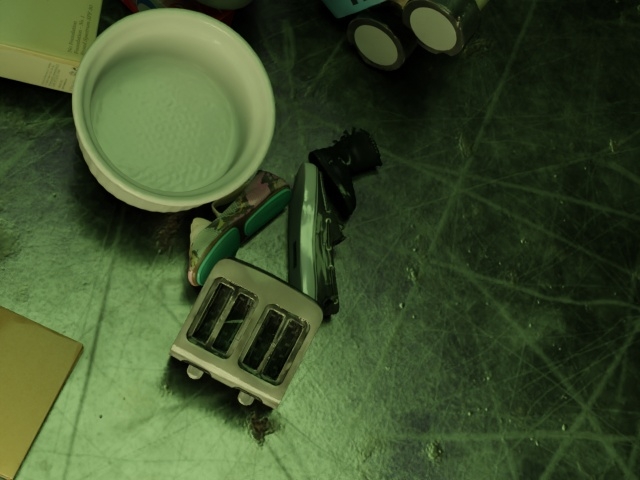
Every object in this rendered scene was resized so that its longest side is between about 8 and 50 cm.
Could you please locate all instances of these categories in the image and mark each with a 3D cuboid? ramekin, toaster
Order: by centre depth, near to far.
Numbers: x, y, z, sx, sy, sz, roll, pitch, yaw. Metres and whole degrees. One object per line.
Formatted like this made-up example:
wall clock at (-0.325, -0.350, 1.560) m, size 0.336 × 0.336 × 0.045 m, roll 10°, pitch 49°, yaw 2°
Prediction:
toaster at (-0.091, 0.117, 1.559) m, size 0.168 × 0.110 × 0.186 m, roll 28°, pitch 88°, yaw -2°
ramekin at (-0.211, -0.171, 1.636) m, size 0.277 × 0.135 × 0.277 m, roll 3°, pitch 79°, yaw -16°

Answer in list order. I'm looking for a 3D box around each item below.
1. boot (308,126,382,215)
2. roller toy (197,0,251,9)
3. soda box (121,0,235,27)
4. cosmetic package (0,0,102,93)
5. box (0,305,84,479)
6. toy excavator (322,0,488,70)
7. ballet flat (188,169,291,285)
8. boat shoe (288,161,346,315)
boot at (0.049, -0.105, 1.752) m, size 0.099 × 0.045 × 0.121 m, roll -24°, pitch 75°, yaw -25°
roller toy at (-0.143, -0.438, 1.700) m, size 0.191 × 0.146 × 0.209 m, roll 1°, pitch 60°, yaw -42°
soda box at (-0.254, -0.394, 1.775) m, size 0.263 × 0.083 × 0.092 m, roll 45°, pitch 63°, yaw 6°
cosmetic package at (-0.473, -0.329, 1.652) m, size 0.309 × 0.113 × 0.160 m, roll 11°, pitch 71°, yaw -19°
box at (-0.428, 0.190, 1.528) m, size 0.164 × 0.021 × 0.201 m, roll 25°, pitch 64°, yaw -2°
toy excavator at (0.039, -0.495, 1.791) m, size 0.445 × 0.433 × 0.222 m, roll 50°, pitch 63°, yaw -21°
ballet flat at (-0.132, -0.023, 1.665) m, size 0.079 × 0.077 × 0.221 m, roll 31°, pitch 58°, yaw 21°
boat shoe at (0.000, 0.000, 1.678) m, size 0.076 × 0.080 × 0.229 m, roll 6°, pitch 68°, yaw -18°
